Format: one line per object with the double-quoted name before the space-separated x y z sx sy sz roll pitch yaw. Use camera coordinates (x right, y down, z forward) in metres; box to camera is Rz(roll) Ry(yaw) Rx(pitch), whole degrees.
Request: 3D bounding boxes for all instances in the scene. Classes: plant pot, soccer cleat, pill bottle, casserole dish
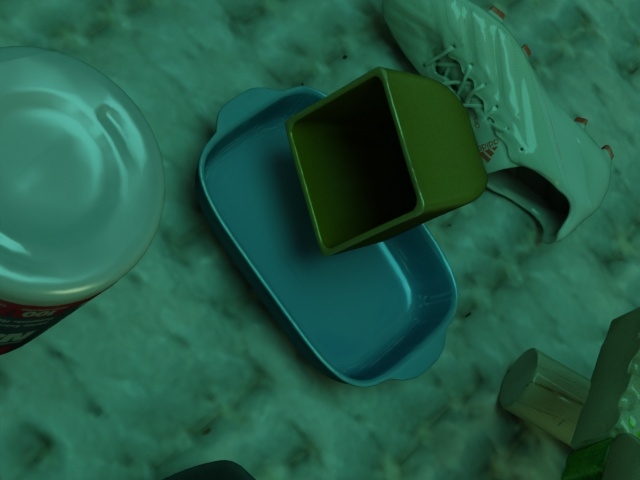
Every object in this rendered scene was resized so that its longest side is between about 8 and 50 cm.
"plant pot" 0.045 -0.044 0.749 0.083 0.081 0.081 -7 77 -45
"soccer cleat" 0.107 -0.082 0.848 0.196 0.068 0.076 44 61 -14
"pill bottle" -0.151 -0.004 0.602 0.108 0.180 0.107 10 69 -27
"casserole dish" 0.000 0.000 0.775 0.114 0.037 0.188 -38 95 -34

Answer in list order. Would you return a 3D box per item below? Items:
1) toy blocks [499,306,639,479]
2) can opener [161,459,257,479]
"toy blocks" 0.235 0.196 0.680 0.260 0.309 0.288 30 61 -11
"can opener" -0.123 0.209 0.625 0.093 0.074 0.280 37 50 27
